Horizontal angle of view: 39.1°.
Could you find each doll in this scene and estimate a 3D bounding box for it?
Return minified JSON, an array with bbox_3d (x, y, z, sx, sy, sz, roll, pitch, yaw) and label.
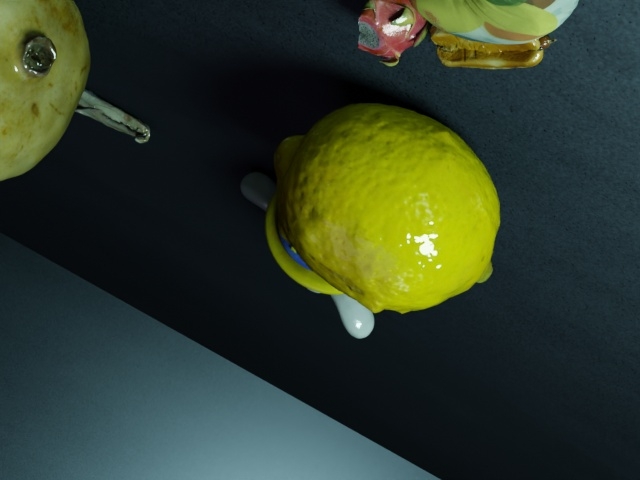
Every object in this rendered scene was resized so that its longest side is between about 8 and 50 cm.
[{"bbox_3d":[-0.008,-0.028,1.348,0.311,0.159,0.242,47,-179,22],"label":"doll"}]

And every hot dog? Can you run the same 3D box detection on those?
[{"bbox_3d":[0.160,-0.187,0.848,0.133,0.041,0.056,15,142,42],"label":"hot dog"}]

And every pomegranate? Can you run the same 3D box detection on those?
[{"bbox_3d":[-0.456,-0.235,1.169,0.332,0.333,0.332,26,160,10],"label":"pomegranate"}]

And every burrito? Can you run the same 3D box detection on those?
[{"bbox_3d":[-0.357,-0.211,1.490,0.171,0.042,0.051,26,163,1],"label":"burrito"}]

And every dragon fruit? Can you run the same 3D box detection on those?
[{"bbox_3d":[0.073,-0.208,0.882,0.060,0.056,0.083,27,159,9],"label":"dragon fruit"}]

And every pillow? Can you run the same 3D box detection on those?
[{"bbox_3d":[0.103,-0.244,0.726,0.233,0.086,0.214,34,166,-20],"label":"pillow"}]

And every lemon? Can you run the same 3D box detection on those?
[{"bbox_3d":[0.074,-0.040,1.040,0.288,0.234,0.233,28,160,7],"label":"lemon"}]
